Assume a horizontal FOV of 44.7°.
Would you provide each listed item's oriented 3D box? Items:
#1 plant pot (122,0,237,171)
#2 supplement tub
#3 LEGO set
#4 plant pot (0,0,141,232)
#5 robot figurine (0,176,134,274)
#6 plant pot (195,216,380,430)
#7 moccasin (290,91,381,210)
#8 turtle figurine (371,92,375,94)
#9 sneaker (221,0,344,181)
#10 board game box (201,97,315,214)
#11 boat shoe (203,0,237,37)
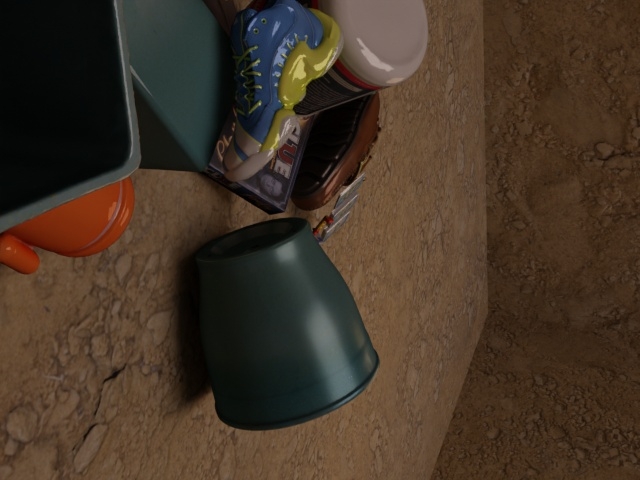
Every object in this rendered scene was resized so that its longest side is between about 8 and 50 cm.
[{"bbox_3d":[-0.221,-0.212,0.857,0.234,0.166,0.165,56,45,-53],"label":"plant pot"},{"bbox_3d":[-0.001,-0.285,1.111,0.191,0.272,0.191,7,79,-41],"label":"supplement tub"},{"bbox_3d":[0.000,0.000,1.440,0.244,0.060,0.182,-42,168,-29],"label":"LEGO set"},{"bbox_3d":[-0.311,-0.142,0.535,0.248,0.252,0.247,-40,132,-58],"label":"plant pot"},{"bbox_3d":[-0.280,-0.054,0.802,0.219,0.128,0.158,38,41,-63],"label":"robot figurine"},{"bbox_3d":[-0.071,0.111,1.202,0.271,0.272,0.255,-43,121,-57],"label":"plant pot"},{"bbox_3d":[0.036,-0.168,1.535,0.380,0.139,0.147,-68,146,-53],"label":"moccasin"},{"bbox_3d":[0.028,-0.334,1.350,0.234,0.118,0.175,-165,-112,-74],"label":"turtle figurine"},{"bbox_3d":[-0.075,-0.188,0.907,0.126,0.091,0.240,38,68,-21],"label":"sneaker"},{"bbox_3d":[-0.093,-0.185,1.229,0.165,0.042,0.243,31,65,-36],"label":"board game box"},{"bbox_3d":[-0.170,-0.345,0.976,0.097,0.117,0.324,-47,145,-32],"label":"boat shoe"}]
